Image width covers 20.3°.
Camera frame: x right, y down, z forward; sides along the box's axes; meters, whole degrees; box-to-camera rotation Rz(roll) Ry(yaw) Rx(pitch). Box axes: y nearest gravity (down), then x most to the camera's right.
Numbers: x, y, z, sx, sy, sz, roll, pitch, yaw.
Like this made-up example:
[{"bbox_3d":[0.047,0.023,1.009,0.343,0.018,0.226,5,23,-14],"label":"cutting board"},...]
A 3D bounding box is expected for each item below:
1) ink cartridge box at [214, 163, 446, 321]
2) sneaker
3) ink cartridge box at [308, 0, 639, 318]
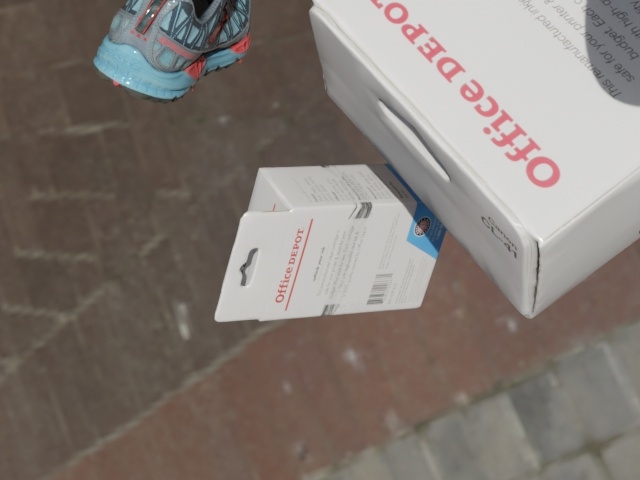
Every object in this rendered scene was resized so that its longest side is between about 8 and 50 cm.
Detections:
[{"bbox_3d":[0.000,0.000,1.349,0.060,0.180,0.104,54,137,45],"label":"ink cartridge box"},{"bbox_3d":[-0.108,-0.216,1.612,0.104,0.262,0.125,27,118,1],"label":"sneaker"},{"bbox_3d":[0.179,-0.135,1.119,0.226,0.306,0.131,50,169,23],"label":"ink cartridge box"}]
